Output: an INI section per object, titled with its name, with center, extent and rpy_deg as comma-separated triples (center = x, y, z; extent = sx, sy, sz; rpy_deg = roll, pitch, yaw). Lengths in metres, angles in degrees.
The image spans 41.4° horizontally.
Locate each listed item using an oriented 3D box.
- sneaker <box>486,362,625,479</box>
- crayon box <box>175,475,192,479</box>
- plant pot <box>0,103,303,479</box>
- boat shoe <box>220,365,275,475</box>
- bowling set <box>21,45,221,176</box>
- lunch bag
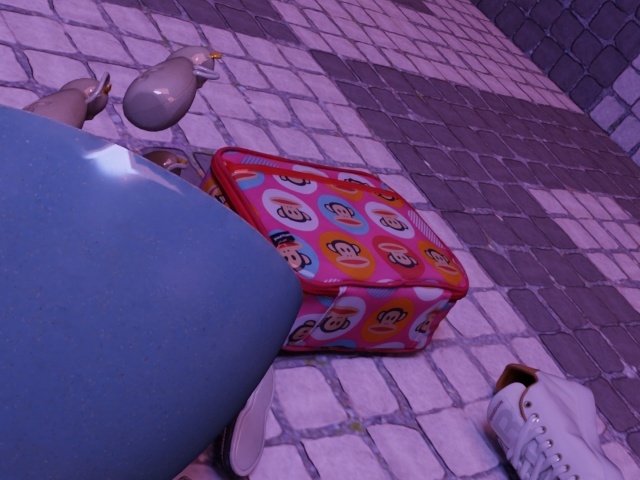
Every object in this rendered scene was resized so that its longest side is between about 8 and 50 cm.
[sneaker]
center = 0.225, 0.226, 0.871
extent = 0.123, 0.106, 0.290
rpy_deg = 26, 21, -3
[crayon box]
center = -0.088, 0.303, 0.455
extent = 0.202, 0.081, 0.318
rpy_deg = 37, 29, 3
[plant pot]
center = -0.179, 0.075, 0.540
extent = 0.290, 0.290, 0.195
rpy_deg = 27, 67, -14
[boat shoe]
center = -0.070, 0.151, 0.730
extent = 0.125, 0.038, 0.046
rpy_deg = -79, 153, -52
[bowling set]
center = -0.216, -0.055, 0.789
extent = 0.286, 0.200, 0.154
rpy_deg = -7, 25, 11
[lunch bag]
center = 0.000, 0.000, 0.946
extent = 0.293, 0.120, 0.258
rpy_deg = 7, 37, -42
